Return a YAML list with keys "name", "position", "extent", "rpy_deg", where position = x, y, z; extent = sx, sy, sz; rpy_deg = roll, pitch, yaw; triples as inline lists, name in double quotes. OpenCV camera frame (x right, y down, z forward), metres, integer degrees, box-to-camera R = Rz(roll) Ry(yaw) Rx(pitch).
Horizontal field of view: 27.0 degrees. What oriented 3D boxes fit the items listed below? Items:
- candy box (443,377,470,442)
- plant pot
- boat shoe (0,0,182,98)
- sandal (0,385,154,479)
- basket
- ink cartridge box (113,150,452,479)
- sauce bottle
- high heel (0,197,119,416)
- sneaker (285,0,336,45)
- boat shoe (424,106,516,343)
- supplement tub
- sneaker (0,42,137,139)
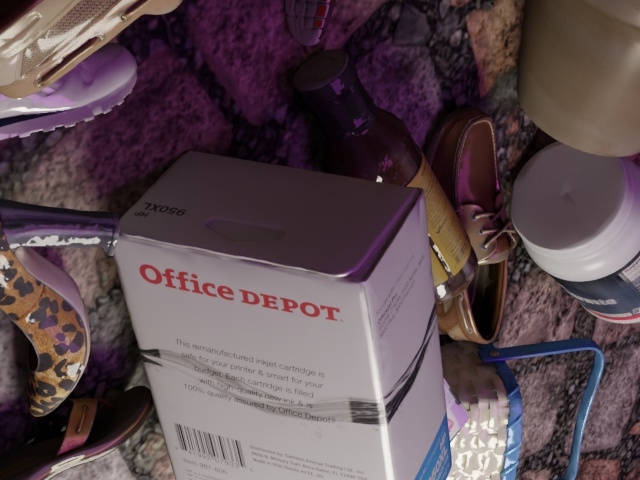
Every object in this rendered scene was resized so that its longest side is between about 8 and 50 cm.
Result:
- name: "candy box"
  position: [0.070, 0.161, 1.637]
  extent: [0.070, 0.196, 0.165]
  rpy_deg: [-49, 140, -13]
- name: "plant pot"
  position: [0.376, -0.265, 1.631]
  extent: [0.323, 0.323, 0.280]
  rpy_deg: [-19, 142, -37]
- name: "boat shoe"
  position: [-0.155, -0.247, 1.100]
  extent: [0.341, 0.122, 0.110]
  rpy_deg: [-34, 145, 4]
- name: "sandal"
  position: [-0.274, 0.204, 1.420]
  extent: [0.219, 0.090, 0.060]
  rpy_deg: [-25, 108, -25]
- name: "basket"
  position: [0.236, 0.248, 1.834]
  extent: [0.288, 0.201, 0.255]
  rpy_deg: [1, 118, -12]
- name: "ink cartridge box"
  position: [-0.028, 0.123, 1.414]
  extent: [0.166, 0.285, 0.395]
  rpy_deg: [-54, 145, -44]
- name: "sauce bottle"
  position: [0.076, -0.072, 1.549]
  extent: [0.111, 0.111, 0.344]
  rpy_deg: [-44, 128, -17]
- name: "high heel"
  position: [-0.315, 0.068, 1.300]
  extent: [0.186, 0.093, 0.261]
  rpy_deg: [5, 123, -25]
- name: "sneaker"
  position: [0.010, -0.282, 1.408]
  extent: [0.064, 0.061, 0.158]
  rpy_deg: [-14, 124, -48]
- name: "boat shoe"
  position: [0.201, -0.013, 1.718]
  extent: [0.123, 0.116, 0.325]
  rpy_deg: [-23, 124, -35]
- name: "supplement tub"
  position: [0.395, -0.011, 1.865]
  extent: [0.191, 0.191, 0.272]
  rpy_deg: [-57, 140, -2]
- name: "sneaker"
  position: [-0.267, -0.150, 1.191]
  extent: [0.235, 0.090, 0.095]
  rpy_deg: [-23, 119, -36]
